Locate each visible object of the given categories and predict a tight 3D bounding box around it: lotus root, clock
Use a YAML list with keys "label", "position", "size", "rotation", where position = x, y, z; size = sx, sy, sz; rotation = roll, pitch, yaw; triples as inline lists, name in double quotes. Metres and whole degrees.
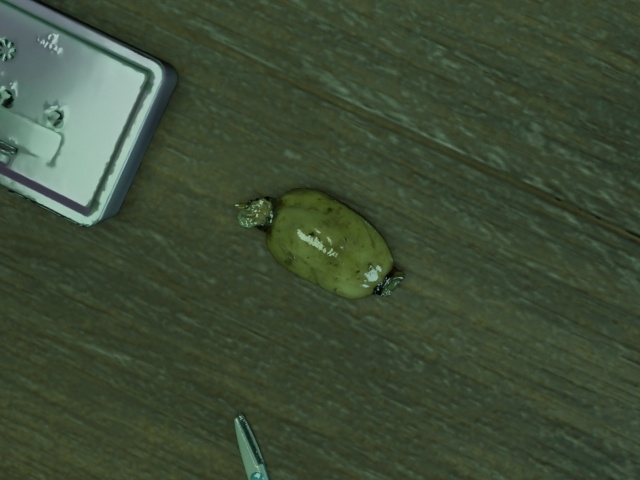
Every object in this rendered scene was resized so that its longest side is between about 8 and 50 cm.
- label: "lotus root"
  position: [0.000, 0.000, 0.972]
  size: [0.151, 0.063, 0.072]
  rotation: [25, 108, -1]
- label: "clock"
  position: [-0.235, -0.116, 0.981]
  size: [0.197, 0.063, 0.150]
  rotation: [26, 98, 3]

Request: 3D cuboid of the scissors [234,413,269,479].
- label: "scissors"
  position: [-0.053, 0.205, 1.023]
  size: [0.058, 0.014, 0.119]
  rotation: [-18, 98, 6]
